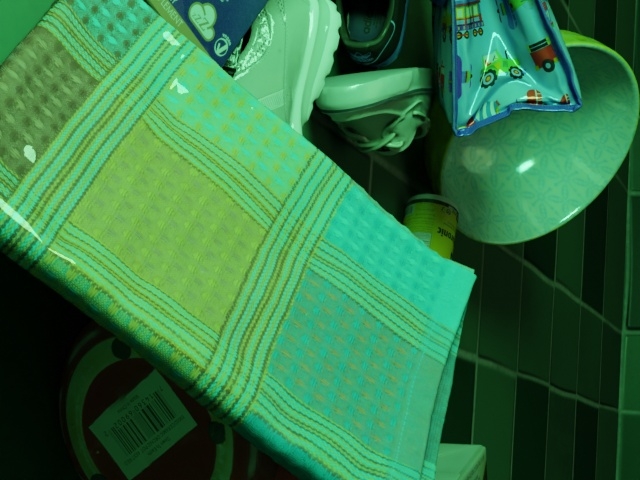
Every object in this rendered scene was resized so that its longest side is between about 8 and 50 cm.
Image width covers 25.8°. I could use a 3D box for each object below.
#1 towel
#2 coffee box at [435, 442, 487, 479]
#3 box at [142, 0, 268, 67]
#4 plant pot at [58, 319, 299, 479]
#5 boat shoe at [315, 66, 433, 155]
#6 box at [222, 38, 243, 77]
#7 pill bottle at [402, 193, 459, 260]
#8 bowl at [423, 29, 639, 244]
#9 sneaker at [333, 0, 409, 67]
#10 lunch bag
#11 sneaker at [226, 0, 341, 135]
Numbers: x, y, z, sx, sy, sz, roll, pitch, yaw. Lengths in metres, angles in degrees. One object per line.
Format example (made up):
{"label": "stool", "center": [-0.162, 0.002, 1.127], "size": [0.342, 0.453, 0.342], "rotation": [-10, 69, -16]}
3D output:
{"label": "towel", "center": [-0.053, -0.002, 0.905], "size": [0.370, 0.040, 0.271], "rotation": [40, 36, -14]}
{"label": "coffee box", "center": [0.117, 0.392, 1.559], "size": [0.168, 0.119, 0.297], "rotation": [-29, 118, -67]}
{"label": "box", "center": [-0.068, -0.245, 1.037], "size": [0.225, 0.036, 0.136], "rotation": [-59, 135, -23]}
{"label": "plant pot", "center": [-0.071, 0.110, 0.975], "size": [0.174, 0.191, 0.191], "rotation": [-28, 117, -60]}
{"label": "boat shoe", "center": [0.061, -0.131, 1.443], "size": [0.267, 0.096, 0.088], "rotation": [-29, 113, -75]}
{"label": "box", "center": [-0.090, -0.172, 1.079], "size": [0.018, 0.067, 0.083], "rotation": [126, -24, -67]}
{"label": "pill bottle", "center": [0.123, 0.009, 1.634], "size": [0.065, 0.065, 0.116], "rotation": [55, 42, -56]}
{"label": "bowl", "center": [0.235, -0.153, 1.746], "size": [0.156, 0.289, 0.289], "rotation": [51, -12, 44]}
{"label": "sneaker", "center": [0.058, -0.295, 1.433], "size": [0.090, 0.081, 0.232], "rotation": [-3, 95, -76]}
{"label": "lunch bag", "center": [0.165, -0.275, 1.442], "size": [0.221, 0.138, 0.293], "rotation": [-81, 158, -78]}
{"label": "sneaker", "center": [-0.075, -0.085, 1.126], "size": [0.115, 0.105, 0.281], "rotation": [23, 70, -33]}
